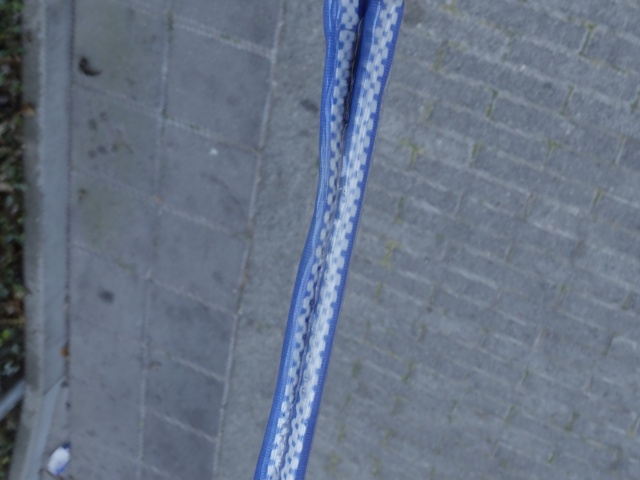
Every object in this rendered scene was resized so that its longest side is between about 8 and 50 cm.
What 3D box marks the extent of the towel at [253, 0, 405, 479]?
[{"bbox_3d":[0.000,0.000,0.541,0.040,0.336,0.243,11,98,2],"label":"towel"}]
